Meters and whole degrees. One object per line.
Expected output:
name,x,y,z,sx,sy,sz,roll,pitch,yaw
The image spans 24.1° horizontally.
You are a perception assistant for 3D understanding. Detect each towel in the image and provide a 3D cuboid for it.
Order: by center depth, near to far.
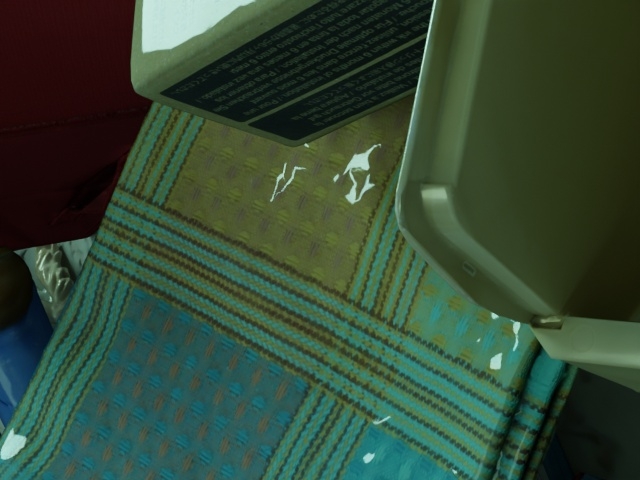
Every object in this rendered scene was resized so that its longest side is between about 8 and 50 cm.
towel,0.000,0.000,0.605,0.271,0.040,0.370,23,91,44

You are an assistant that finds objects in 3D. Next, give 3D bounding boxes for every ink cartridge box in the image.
ink cartridge box,0.022,-0.176,0.551,0.193,0.088,0.234,-20,60,46

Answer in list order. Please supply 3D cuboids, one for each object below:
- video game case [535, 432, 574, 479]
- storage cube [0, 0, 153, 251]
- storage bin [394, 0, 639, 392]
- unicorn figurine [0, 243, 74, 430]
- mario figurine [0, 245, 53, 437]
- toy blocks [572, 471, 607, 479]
video game case,0.042,0.090,0.720,0.166,0.015,0.119,-31,78,47
storage cube,-0.196,-0.102,0.799,0.184,0.193,0.215,-35,73,47
storage bin,0.171,-0.089,0.332,0.262,0.123,0.260,4,78,42
unicorn figurine,-0.182,0.084,0.933,0.111,0.060,0.162,37,128,41
mario figurine,-0.131,0.167,0.776,0.198,0.170,0.320,-28,98,47
toy blocks,0.115,0.251,0.509,0.261,0.191,0.381,22,89,46
